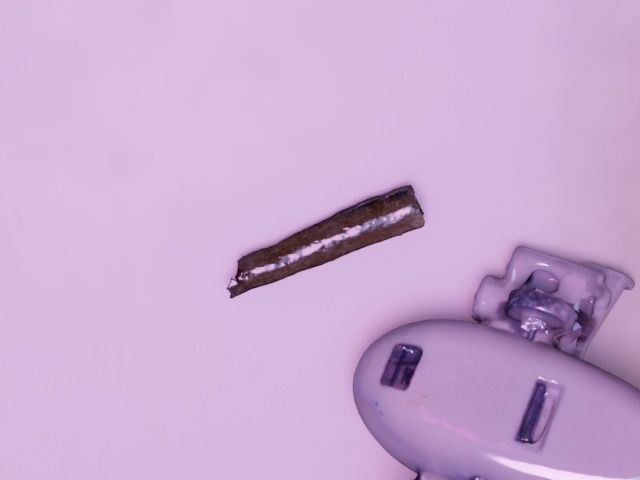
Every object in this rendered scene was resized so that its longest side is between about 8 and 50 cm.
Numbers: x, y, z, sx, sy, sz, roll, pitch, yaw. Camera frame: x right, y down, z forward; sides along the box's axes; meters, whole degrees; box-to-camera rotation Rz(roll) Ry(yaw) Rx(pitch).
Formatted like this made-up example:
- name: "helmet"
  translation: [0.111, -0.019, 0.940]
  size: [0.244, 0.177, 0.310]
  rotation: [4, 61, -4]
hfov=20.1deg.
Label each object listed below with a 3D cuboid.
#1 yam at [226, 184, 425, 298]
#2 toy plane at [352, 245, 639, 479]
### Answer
- name: "yam"
  translation: [0.000, 0.000, 1.110]
  size: [0.129, 0.027, 0.033]
  rotation: [-21, 141, -3]
- name: "toy plane"
  translation: [0.136, 0.121, 1.092]
  size: [0.245, 0.117, 0.244]
  rotation: [-2, 68, 4]
